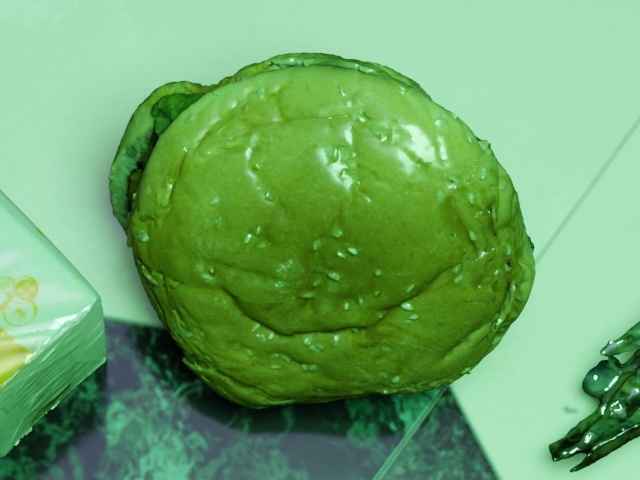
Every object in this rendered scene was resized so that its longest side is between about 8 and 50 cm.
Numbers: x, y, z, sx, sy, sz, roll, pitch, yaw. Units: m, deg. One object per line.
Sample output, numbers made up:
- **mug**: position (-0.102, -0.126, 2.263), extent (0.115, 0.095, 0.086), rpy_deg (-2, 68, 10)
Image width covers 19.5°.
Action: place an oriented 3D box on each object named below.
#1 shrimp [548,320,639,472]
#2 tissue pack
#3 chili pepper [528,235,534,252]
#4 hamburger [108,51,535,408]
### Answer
- **shrimp**: position (0.380, 0.119, 1.384), extent (0.445, 0.085, 0.272), rpy_deg (-16, 79, -15)
- **tissue pack**: position (-0.264, 0.021, 1.285), extent (0.225, 0.185, 0.124), rpy_deg (43, 72, 8)
- **chili pepper**: position (0.053, -0.023, 1.402), extent (0.226, 0.059, 0.088), rpy_deg (13, 65, -4)
- **hamburger**: position (0.000, 0.002, 1.285), extent (0.284, 0.265, 0.134), rpy_deg (-13, 43, 12)
